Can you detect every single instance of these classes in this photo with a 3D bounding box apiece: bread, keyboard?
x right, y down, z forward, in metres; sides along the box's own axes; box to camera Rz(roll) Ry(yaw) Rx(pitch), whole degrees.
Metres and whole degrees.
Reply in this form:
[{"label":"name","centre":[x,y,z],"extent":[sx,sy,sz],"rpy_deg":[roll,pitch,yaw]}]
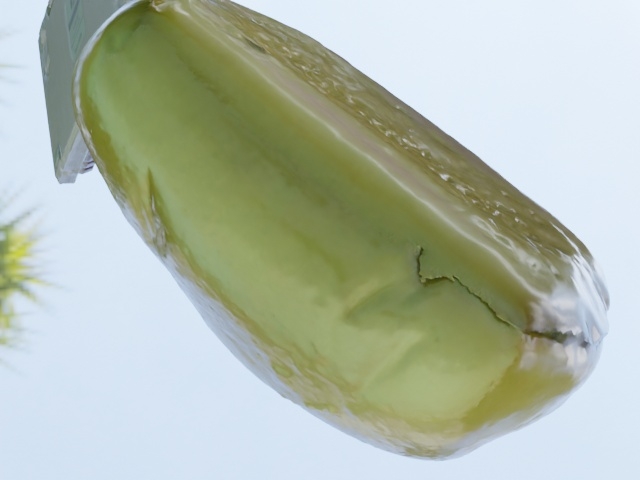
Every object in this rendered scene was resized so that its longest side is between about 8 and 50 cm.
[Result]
[{"label":"bread","centre":[0.000,0.000,0.358],"extent":[0.115,0.082,0.056],"rpy_deg":[37,-75,6]},{"label":"keyboard","centre":[-0.061,-0.064,0.504],"extent":[0.166,0.017,0.055],"rpy_deg":[136,-53,-70]}]
